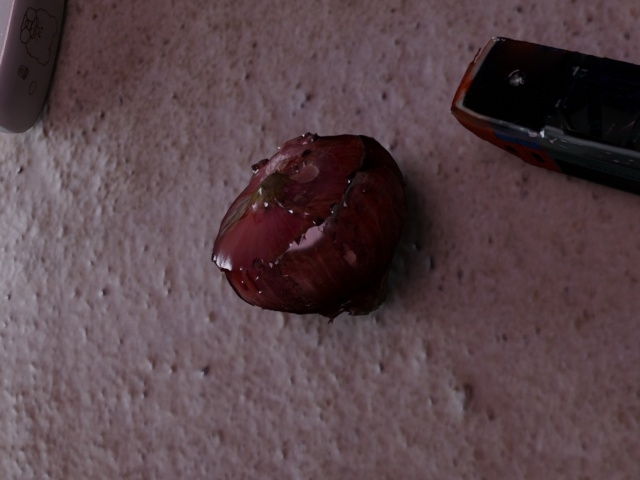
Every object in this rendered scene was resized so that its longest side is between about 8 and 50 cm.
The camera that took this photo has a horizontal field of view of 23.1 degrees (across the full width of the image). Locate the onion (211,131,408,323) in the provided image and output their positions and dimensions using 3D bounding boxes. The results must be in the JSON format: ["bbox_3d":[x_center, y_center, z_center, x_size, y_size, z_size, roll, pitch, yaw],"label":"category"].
[{"bbox_3d":[0.000,0.000,1.304,0.184,0.147,0.184,-26,23,12],"label":"onion"}]

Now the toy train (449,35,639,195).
[{"bbox_3d":[0.291,-0.065,1.164,0.409,0.089,0.086,18,76,34],"label":"toy train"}]

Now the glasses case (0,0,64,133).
[{"bbox_3d":[-0.298,-0.202,1.563,0.049,0.074,0.193,5,80,32],"label":"glasses case"}]
